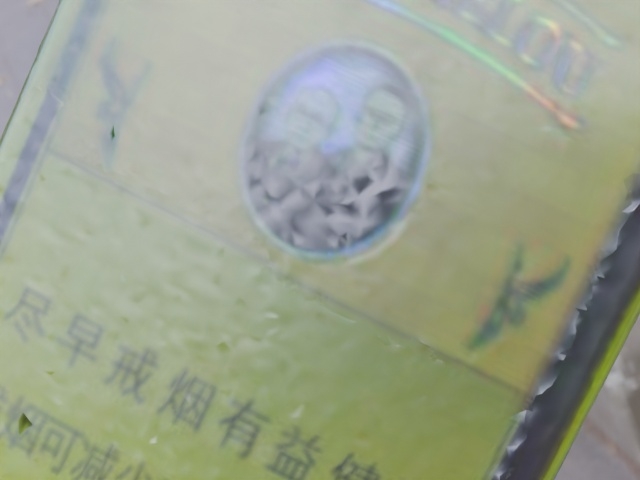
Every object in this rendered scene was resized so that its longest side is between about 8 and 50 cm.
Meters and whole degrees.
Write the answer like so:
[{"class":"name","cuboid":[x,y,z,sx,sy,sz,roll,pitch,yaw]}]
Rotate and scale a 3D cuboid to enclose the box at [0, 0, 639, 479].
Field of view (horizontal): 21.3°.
[{"class":"box","cuboid":[0.000,0.000,0.378,0.141,0.220,0.064,28,9,10]}]
